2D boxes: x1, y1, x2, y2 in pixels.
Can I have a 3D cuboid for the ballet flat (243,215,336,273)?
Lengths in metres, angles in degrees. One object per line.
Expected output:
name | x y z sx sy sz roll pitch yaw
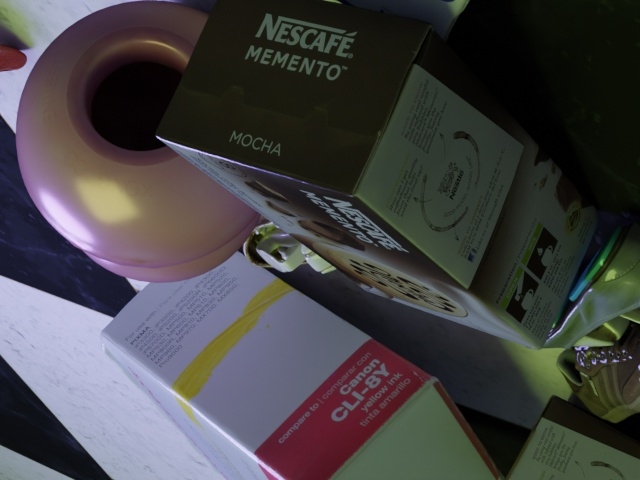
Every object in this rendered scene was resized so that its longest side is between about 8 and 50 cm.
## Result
ballet flat | 0.000 0.000 1.498 0.073 0.067 0.206 44 156 -21

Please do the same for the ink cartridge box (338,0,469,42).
ink cartridge box | 0.042 -0.245 0.949 0.175 0.069 0.371 32 155 4

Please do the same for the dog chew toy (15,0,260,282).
dog chew toy | -0.130 -0.059 1.413 0.206 0.207 0.332 32 166 8

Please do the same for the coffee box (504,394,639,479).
coffee box | 0.287 0.233 1.467 0.246 0.098 0.141 28 179 15

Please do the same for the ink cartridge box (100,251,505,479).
ink cartridge box | -0.004 0.186 1.657 0.384 0.160 0.279 30 161 49

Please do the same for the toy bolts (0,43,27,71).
toy bolts | -0.412 -0.142 1.622 0.158 0.218 0.228 33 155 -33

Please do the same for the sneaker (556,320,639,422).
sneaker | 0.233 0.095 1.362 0.071 0.066 0.188 34 157 5

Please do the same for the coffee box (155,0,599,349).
coffee box | 0.049 -0.045 1.177 0.168 0.119 0.297 19 169 34

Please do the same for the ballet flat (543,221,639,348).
ballet flat | 0.209 0.049 1.300 0.068 0.072 0.213 31 157 -2
